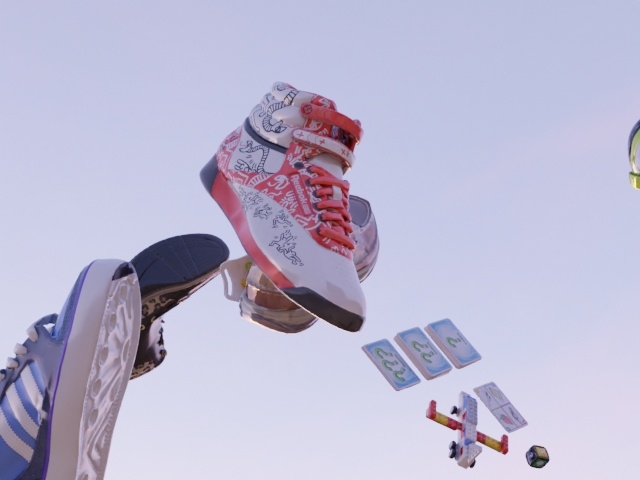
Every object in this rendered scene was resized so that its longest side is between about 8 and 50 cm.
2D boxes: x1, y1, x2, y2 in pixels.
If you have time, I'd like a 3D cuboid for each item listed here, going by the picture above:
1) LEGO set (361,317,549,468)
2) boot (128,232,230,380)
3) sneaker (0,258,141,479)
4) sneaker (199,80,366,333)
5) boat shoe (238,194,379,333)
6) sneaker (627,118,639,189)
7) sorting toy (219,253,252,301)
[{"bbox_3d":[0.189,0.196,1.429,0.182,0.244,0.060,-10,-36,-46],"label":"LEGO set"},{"bbox_3d":[-0.232,0.097,1.595,0.236,0.085,0.178,-28,-33,-17],"label":"boot"},{"bbox_3d":[-0.333,0.151,1.171,0.236,0.130,0.323,15,-80,12],"label":"sneaker"},{"bbox_3d":[-0.007,-0.045,1.015,0.090,0.270,0.145,30,-76,-42],"label":"sneaker"},{"bbox_3d":[0.000,0.000,1.414,0.123,0.324,0.116,11,-64,14],"label":"boat shoe"},{"bbox_3d":[0.347,-0.065,0.837,0.234,0.097,0.084,-12,-63,8],"label":"sneaker"},{"bbox_3d":[-0.098,0.055,1.509,0.075,0.083,0.045,1,-20,-32],"label":"sorting toy"}]
